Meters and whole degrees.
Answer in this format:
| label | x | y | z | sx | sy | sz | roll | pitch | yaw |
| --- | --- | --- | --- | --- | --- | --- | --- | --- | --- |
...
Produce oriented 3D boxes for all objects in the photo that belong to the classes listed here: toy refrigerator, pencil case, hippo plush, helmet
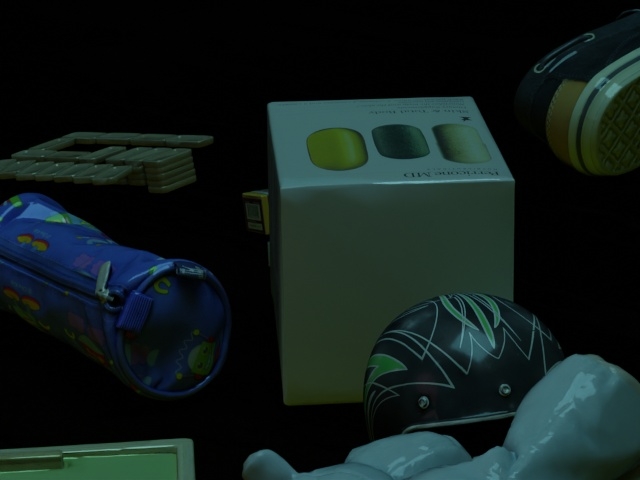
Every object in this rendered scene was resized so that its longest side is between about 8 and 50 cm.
| label | x | y | z | sx | sy | sz | roll | pitch | yaw |
| --- | --- | --- | --- | --- | --- | --- | --- | --- | --- |
| toy refrigerator | -0.219 | 0.199 | 1.346 | 0.269 | 0.094 | 0.102 | -3 | 20 | -3 |
| pencil case | -0.204 | 0.044 | 1.734 | 0.133 | 0.119 | 0.306 | 35 | -8 | -39 |
| hippo plush | 0.075 | 0.218 | 1.188 | 0.294 | 0.234 | 0.236 | -22 | 3 | -42 |
| helmet | 0.109 | 0.117 | 1.439 | 0.169 | 0.162 | 0.169 | -1 | 27 | 0 |

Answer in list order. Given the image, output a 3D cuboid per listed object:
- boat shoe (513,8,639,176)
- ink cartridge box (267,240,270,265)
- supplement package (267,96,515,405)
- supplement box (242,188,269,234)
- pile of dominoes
| label | x | y | z | sx | sy | sz | roll | pitch | yaw |
| --- | --- | --- | --- | --- | --- | --- | --- | --- | --- |
| boat shoe | 0.422 | -0.212 | 2.334 | 0.500 | 0.187 | 0.156 | -25 | 36 | -38 |
| ink cartridge box | 0.000 | 0.000 | 1.986 | 0.062 | 0.029 | 0.115 | 8 | 22 | 26 |
| supplement package | 0.057 | 0.001 | 1.725 | 0.199 | 0.198 | 0.263 | -2 | 20 | -3 |
| supplement box | -0.033 | -0.035 | 2.054 | 0.083 | 0.043 | 0.055 | -11 | 8 | -23 |
| pile of dominoes | -0.262 | -0.082 | 2.266 | 0.251 | 0.040 | 0.196 | 4 | 19 | 39 |
